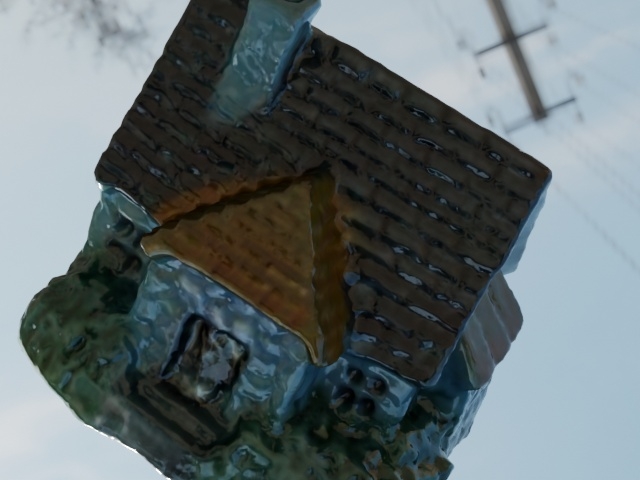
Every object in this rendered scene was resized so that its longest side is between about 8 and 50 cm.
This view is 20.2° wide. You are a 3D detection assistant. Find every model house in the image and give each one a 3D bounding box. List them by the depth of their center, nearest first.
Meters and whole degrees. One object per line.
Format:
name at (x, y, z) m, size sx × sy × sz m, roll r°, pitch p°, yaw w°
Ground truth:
model house at (0.000, 0.000, 1.016) m, size 0.226 × 0.261 × 0.241 m, roll -48°, pitch 166°, yaw -51°
